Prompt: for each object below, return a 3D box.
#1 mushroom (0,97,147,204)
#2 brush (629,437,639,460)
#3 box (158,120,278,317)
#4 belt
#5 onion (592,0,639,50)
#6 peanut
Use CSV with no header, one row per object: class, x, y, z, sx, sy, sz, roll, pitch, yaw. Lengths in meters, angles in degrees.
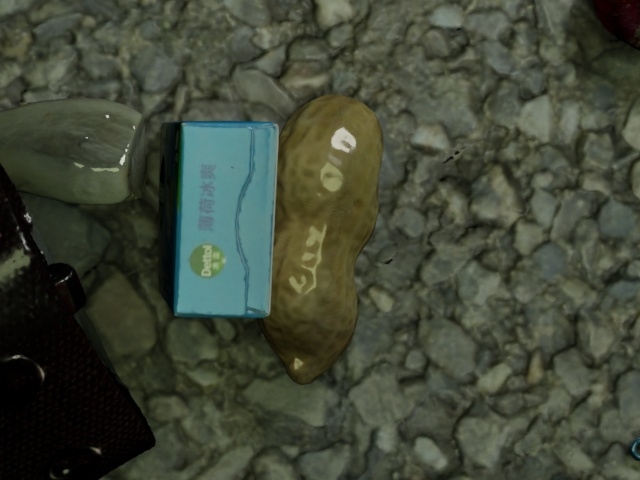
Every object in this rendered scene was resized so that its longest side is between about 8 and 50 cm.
mushroom,-0.243,-0.058,1.487,0.223,0.081,0.092,-6,74,-5
brush,0.335,0.177,1.618,0.164,0.014,0.051,4,91,-8
box,-0.079,-0.019,1.453,0.073,0.194,0.139,1,93,-8
belt,-0.238,0.080,1.415,0.164,0.184,0.289,-30,133,-5
onion,0.264,-0.204,1.549,0.107,0.097,0.107,-16,133,-18
peanut,-0.001,0.000,1.516,0.085,0.104,0.228,12,94,28
